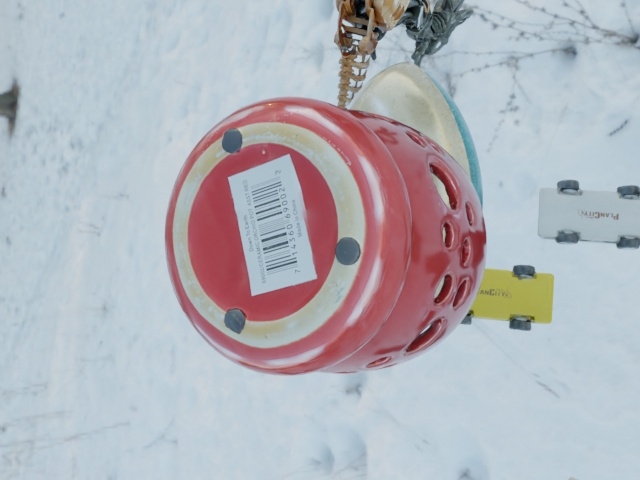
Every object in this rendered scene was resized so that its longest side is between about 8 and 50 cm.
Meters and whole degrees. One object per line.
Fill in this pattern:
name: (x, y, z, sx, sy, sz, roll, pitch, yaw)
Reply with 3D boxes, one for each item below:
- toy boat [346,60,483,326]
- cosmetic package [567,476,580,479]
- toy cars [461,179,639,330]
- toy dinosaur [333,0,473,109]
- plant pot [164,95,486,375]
toy boat: (0.071, -0.071, 0.768, 0.318, 0.148, 0.268, 38, 136, 53)
cosmetic package: (0.696, 0.709, 1.693, 0.113, 0.160, 0.309, 60, 158, -15)
toy cars: (0.355, 0.026, 1.129, 0.176, 0.393, 0.087, 54, 180, 9)
toy dinosaur: (0.078, -0.329, 0.942, 0.164, 0.218, 0.322, 45, 107, 20)
plant pot: (0.000, 0.000, 0.482, 0.191, 0.174, 0.191, -2, 87, 29)
